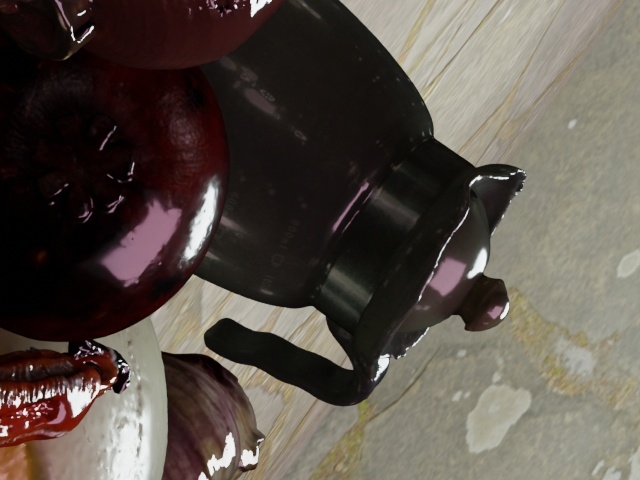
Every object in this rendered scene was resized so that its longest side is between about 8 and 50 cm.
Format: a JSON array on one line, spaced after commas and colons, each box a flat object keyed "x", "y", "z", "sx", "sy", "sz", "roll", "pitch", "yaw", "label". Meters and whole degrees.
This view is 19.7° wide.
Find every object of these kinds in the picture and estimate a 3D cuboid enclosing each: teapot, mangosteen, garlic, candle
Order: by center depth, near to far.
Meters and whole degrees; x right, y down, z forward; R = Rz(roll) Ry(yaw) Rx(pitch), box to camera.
[{"x": -0.184, "y": 0.083, "z": 0.944, "sx": 0.084, "sy": 0.059, "sz": 0.301, "roll": -11, "pitch": 177, "yaw": 30, "label": "candle"}, {"x": -0.138, "y": -0.038, "z": 0.997, "sx": 0.200, "sy": 0.200, "sz": 0.200, "roll": -50, "pitch": 168, "yaw": -15, "label": "mangosteen"}, {"x": -0.006, "y": 0.000, "z": 1.288, "sx": 0.305, "sy": 0.285, "sz": 0.223, "roll": -58, "pitch": 167, "yaw": 19, "label": "teapot"}, {"x": -0.171, "y": 0.157, "z": 1.423, "sx": 0.245, "sy": 0.161, "sz": 0.245, "roll": -27, "pitch": -176, "yaw": 2, "label": "garlic"}]

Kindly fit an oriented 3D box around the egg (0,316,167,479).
[{"x": -0.201, "y": 0.143, "z": 1.168, "sx": 0.337, "sy": 0.201, "sz": 0.337, "roll": -49, "pitch": 170, "yaw": -12, "label": "egg"}]

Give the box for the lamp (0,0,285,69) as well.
[{"x": -0.067, "y": -0.183, "z": 0.836, "sx": 0.258, "sy": 0.180, "sz": 0.180, "roll": -47, "pitch": 167, "yaw": -23, "label": "lamp"}]
